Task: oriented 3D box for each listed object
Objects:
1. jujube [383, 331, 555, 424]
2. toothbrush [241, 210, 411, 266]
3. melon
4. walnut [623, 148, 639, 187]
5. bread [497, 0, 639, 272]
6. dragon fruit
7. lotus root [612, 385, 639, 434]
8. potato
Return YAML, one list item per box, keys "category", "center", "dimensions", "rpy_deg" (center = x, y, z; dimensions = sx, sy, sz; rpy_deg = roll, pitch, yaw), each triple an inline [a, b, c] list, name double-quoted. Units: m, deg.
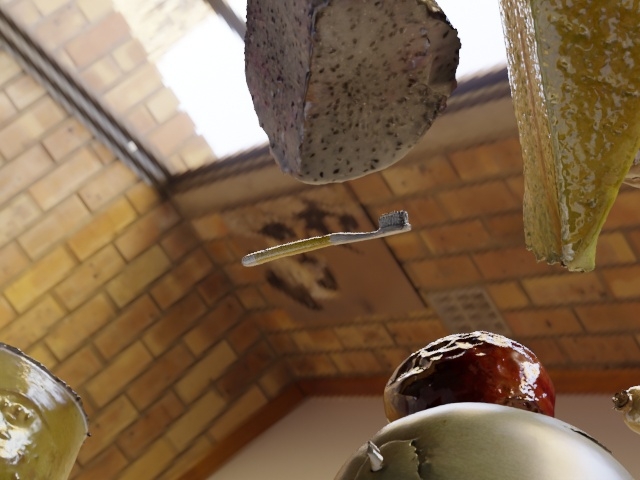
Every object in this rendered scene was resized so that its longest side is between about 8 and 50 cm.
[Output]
- category: "jujube"
  center: [0.176, 0.196, 1.474]
  dimensions: [0.183, 0.183, 0.243]
  rpy_deg: [-38, -164, -17]
- category: "toothbrush"
  center: [0.000, 0.000, 1.489]
  dimensions: [0.021, 0.024, 0.288]
  rpy_deg: [1, 170, -45]
- category: "melon"
  center: [0.138, 0.263, 0.966]
  dimensions: [0.268, 0.330, 0.268]
  rpy_deg: [-37, -152, 24]
- category: "walnut"
  center: [0.494, -0.192, 1.760]
  dimensions: [0.273, 0.227, 0.273]
  rpy_deg: [-44, 177, -3]
- category: "bread"
  center: [0.269, -0.158, 1.483]
  dimensions: [0.233, 0.245, 0.361]
  rpy_deg: [-111, -138, -81]
- category: "dragon fruit"
  center: [0.032, -0.237, 1.509]
  dimensions: [0.204, 0.283, 0.221]
  rpy_deg: [-12, -138, -23]
- category: "lotus root"
  center: [0.456, 0.236, 1.664]
  dimensions: [0.062, 0.150, 0.073]
  rpy_deg: [-49, -151, 36]
- category: "potato"
  center: [-0.428, 0.228, 1.341]
  dimensions: [0.196, 0.300, 0.246]
  rpy_deg: [-71, 174, -46]
